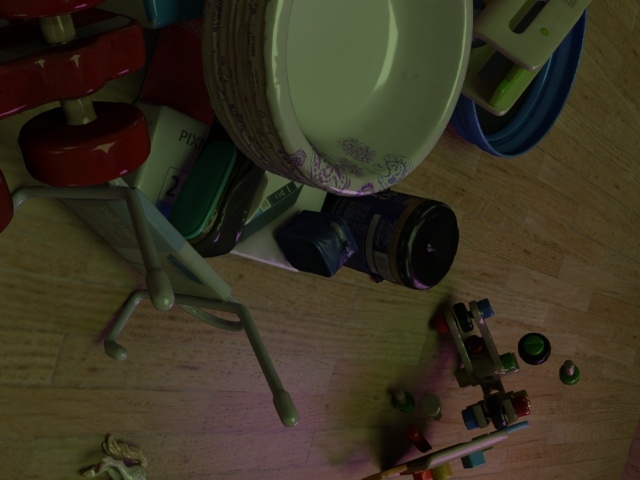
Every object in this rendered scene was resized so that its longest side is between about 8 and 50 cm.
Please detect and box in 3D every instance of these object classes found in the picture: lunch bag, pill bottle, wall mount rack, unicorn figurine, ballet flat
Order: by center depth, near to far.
[{"bbox_3d":[-0.165,0.050,0.707,0.350,0.304,0.130,53,54,-42],"label":"wall mount rack"},{"bbox_3d":[-0.084,-0.108,0.813,0.096,0.095,0.280,34,80,-55],"label":"ballet flat"},{"bbox_3d":[-0.255,0.333,0.890,0.111,0.060,0.161,33,78,-47],"label":"unicorn figurine"},{"bbox_3d":[0.000,0.000,0.926,0.065,0.098,0.067,-46,128,-28],"label":"lunch bag"},{"bbox_3d":[0.072,-0.014,1.005,0.123,0.219,0.122,-19,116,-43],"label":"pill bottle"}]

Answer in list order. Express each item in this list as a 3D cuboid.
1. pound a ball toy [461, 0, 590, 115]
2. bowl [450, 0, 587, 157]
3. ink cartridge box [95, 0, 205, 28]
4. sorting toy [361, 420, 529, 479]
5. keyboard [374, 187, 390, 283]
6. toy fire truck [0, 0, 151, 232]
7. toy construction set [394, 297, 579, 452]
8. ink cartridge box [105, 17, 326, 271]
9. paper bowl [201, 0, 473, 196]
[{"bbox_3d":[0.315,-0.361,1.001,0.319,0.136,0.208,-51,173,-22],"label":"pound a ball toy"},{"bbox_3d":[0.334,-0.340,1.227,0.391,0.077,0.391,-23,122,-42],"label":"bowl"},{"bbox_3d":[-0.083,-0.406,0.747,0.395,0.166,0.285,-29,123,-38],"label":"ink cartridge box"},{"bbox_3d":[0.233,0.413,1.331,0.348,0.196,0.047,-11,71,-25],"label":"sorting toy"},{"bbox_3d":[0.106,-0.025,1.188,0.108,0.023,0.180,-37,129,-25],"label":"keyboard"},{"bbox_3d":[-0.295,-0.128,0.550,0.302,0.254,0.169,-34,133,-37],"label":"toy fire truck"},{"bbox_3d":[0.295,0.292,1.377,0.309,0.257,0.237,-40,145,-5],"label":"toy construction set"},{"bbox_3d":[-0.101,-0.116,0.902,0.296,0.066,0.261,19,89,-48],"label":"ink cartridge box"},{"bbox_3d":[0.010,-0.193,0.689,0.284,0.148,0.284,-20,119,-42],"label":"paper bowl"}]
